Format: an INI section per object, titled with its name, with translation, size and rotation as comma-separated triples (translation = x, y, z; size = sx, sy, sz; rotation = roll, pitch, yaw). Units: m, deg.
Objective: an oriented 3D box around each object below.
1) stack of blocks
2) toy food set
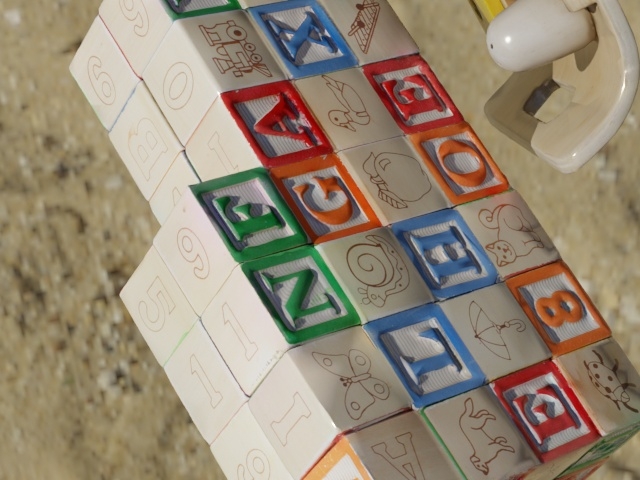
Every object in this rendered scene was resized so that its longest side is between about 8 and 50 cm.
[stack of blocks]
translation = 0.000, 0.000, 0.860
size = 0.171, 0.087, 0.297
rotation = -15, 65, -39
[toy food set]
translation = 0.040, -0.183, 0.922
size = 0.092, 0.306, 0.220
rotation = -29, 11, 1
